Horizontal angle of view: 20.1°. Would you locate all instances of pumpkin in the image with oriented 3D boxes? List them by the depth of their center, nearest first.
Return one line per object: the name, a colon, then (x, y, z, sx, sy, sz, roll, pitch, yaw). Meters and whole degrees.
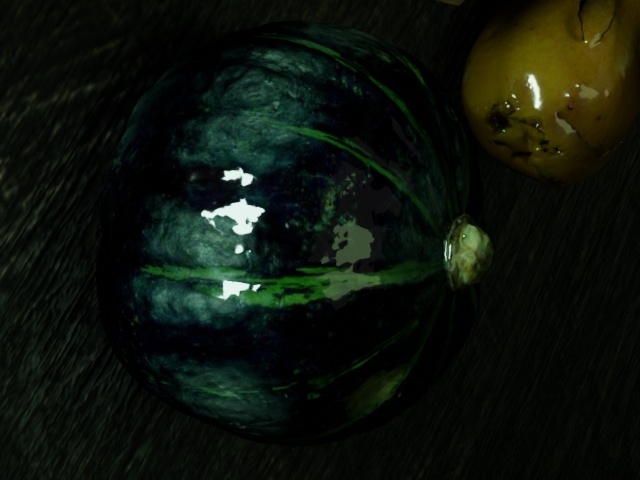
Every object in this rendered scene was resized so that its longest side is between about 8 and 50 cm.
pumpkin: (0.000, 0.000, 1.244, 0.315, 0.238, 0.315, -16, 108, -60)

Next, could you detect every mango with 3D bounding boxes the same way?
mango: (0.234, -0.163, 1.673, 0.287, 0.153, 0.201, -43, 128, -47)

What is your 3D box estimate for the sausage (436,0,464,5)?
sausage: (0.145, -0.432, 1.467, 0.136, 0.123, 0.500, 34, 68, -46)
